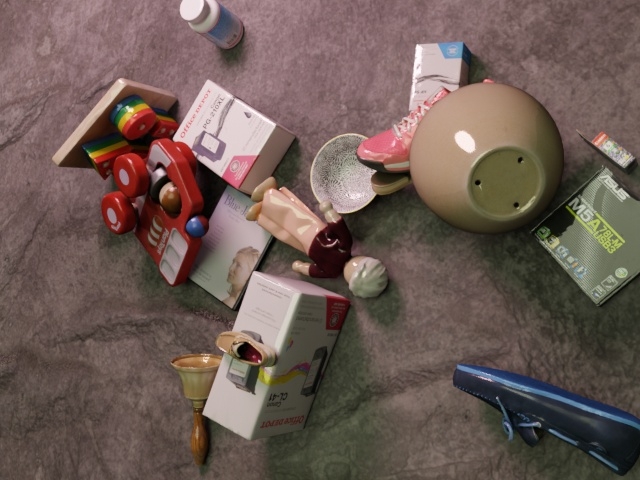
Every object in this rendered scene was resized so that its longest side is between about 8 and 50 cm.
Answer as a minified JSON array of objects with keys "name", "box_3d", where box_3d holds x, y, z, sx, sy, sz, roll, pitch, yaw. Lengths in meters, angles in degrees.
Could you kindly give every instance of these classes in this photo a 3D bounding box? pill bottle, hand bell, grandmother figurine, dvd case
[{"name":"pill bottle","box_3d":[-0.260,-0.525,1.742,0.087,0.160,0.087,-4,80,26]},{"name":"hand bell","box_3d":[-0.275,0.389,1.658,0.126,0.126,0.242,4,97,27]},{"name":"grandmother figurine","box_3d":[0.000,0.000,1.550,0.342,0.104,0.208,38,144,17]},{"name":"dvd case","box_3d":[-0.204,0.013,1.708,0.180,0.022,0.253,31,96,27]}]

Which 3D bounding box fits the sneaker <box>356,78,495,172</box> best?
[{"name":"sneaker","box_3d":[0.214,-0.232,1.426,0.314,0.136,0.116,-15,32,1]}]

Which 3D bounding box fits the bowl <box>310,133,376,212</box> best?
[{"name":"bowl","box_3d":[0.071,-0.136,1.560,0.170,0.080,0.170,-4,81,26]}]

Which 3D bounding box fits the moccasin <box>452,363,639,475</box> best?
[{"name":"moccasin","box_3d":[0.390,0.317,1.300,0.342,0.138,0.117,18,95,29]}]

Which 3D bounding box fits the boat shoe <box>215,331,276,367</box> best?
[{"name":"boat shoe","box_3d":[-0.148,0.204,1.383,0.135,0.045,0.050,12,88,29]}]

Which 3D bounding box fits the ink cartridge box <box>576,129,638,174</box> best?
[{"name":"ink cartridge box","box_3d":[0.528,-0.172,1.345,0.029,0.063,0.115,-49,65,13]}]

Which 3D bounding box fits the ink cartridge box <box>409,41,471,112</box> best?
[{"name":"ink cartridge box","box_3d":[0.246,-0.312,1.511,0.104,0.060,0.180,4,84,27]}]

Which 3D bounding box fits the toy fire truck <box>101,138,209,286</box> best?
[{"name":"toy fire truck","box_3d":[-0.350,-0.069,1.672,0.254,0.169,0.302,49,134,18]}]

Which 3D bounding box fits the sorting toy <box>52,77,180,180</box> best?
[{"name":"sorting toy","box_3d":[-0.468,-0.249,1.762,0.257,0.255,0.089,-45,82,14]}]

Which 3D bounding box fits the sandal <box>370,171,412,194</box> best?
[{"name":"sandal","box_3d":[0.216,-0.135,1.489,0.240,0.079,0.088,-23,41,-9]}]

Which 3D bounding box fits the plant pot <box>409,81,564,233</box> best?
[{"name":"plant pot","box_3d":[0.308,-0.128,1.303,0.284,0.191,0.284,0,109,1]}]

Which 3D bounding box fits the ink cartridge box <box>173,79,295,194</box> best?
[{"name":"ink cartridge box","box_3d":[-0.205,-0.239,1.703,0.237,0.100,0.172,36,99,27]}]

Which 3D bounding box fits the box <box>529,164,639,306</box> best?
[{"name":"box","box_3d":[0.516,-0.007,1.337,0.184,0.045,0.191,-44,67,17]}]

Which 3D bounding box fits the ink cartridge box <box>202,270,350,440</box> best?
[{"name":"ink cartridge box","box_3d":[-0.084,0.234,1.500,0.131,0.226,0.306,19,92,29]}]
